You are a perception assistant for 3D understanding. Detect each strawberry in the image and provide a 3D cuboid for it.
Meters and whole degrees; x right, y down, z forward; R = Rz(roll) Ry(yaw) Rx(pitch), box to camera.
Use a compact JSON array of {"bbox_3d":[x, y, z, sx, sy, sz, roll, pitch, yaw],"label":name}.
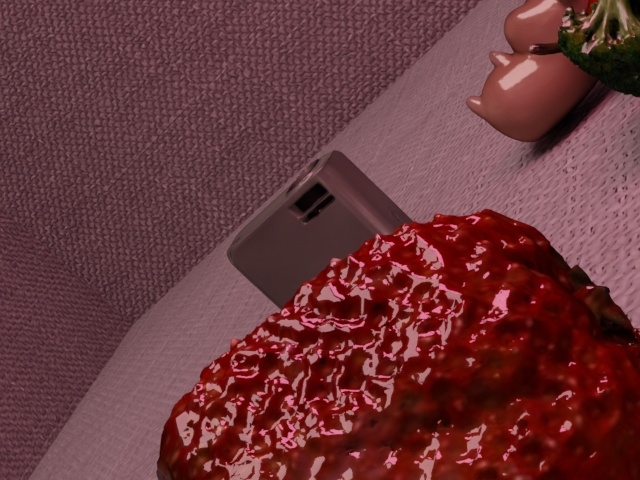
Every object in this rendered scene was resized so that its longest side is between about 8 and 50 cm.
[{"bbox_3d":[0.060,0.125,0.805,0.351,0.267,0.312,-10,15,-20],"label":"strawberry"}]

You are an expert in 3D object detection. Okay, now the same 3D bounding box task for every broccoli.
[{"bbox_3d":[0.385,-0.291,1.277,0.254,0.269,0.269,-11,23,18],"label":"broccoli"}]

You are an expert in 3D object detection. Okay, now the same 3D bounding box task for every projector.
[{"bbox_3d":[0.000,0.000,1.859,0.250,0.198,0.108,-41,12,29],"label":"projector"}]

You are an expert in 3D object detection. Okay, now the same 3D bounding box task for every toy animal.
[{"bbox_3d":[0.318,-0.255,1.609,0.166,0.154,0.250,-14,-49,-55],"label":"toy animal"}]

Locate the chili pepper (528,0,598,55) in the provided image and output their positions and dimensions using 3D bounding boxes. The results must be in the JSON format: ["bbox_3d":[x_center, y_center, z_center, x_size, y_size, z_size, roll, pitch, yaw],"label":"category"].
[{"bbox_3d":[0.414,-0.289,1.484,0.135,0.131,0.338,3,41,43],"label":"chili pepper"}]
